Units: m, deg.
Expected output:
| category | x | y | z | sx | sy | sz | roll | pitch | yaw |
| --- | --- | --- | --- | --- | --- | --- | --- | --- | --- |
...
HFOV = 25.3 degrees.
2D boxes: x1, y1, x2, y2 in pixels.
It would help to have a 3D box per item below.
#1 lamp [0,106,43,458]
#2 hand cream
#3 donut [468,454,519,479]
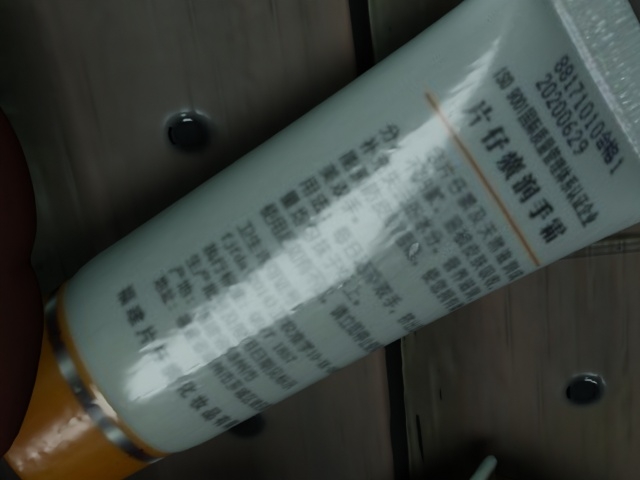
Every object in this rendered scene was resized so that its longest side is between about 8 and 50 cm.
| category | x | y | z | sx | sy | sz | roll | pitch | yaw |
| --- | --- | --- | --- | --- | --- | --- | --- | --- | --- |
| lamp | -0.245 | 0.021 | 0.487 | 0.303 | 0.257 | 0.303 | -2 | 94 | -29 |
| hand cream | 0.000 | 0.000 | 0.591 | 0.314 | 0.089 | 0.140 | -27 | 122 | 12 |
| donut | 0.012 | 0.283 | 0.682 | 0.345 | 0.259 | 0.136 | -30 | 132 | 21 |
